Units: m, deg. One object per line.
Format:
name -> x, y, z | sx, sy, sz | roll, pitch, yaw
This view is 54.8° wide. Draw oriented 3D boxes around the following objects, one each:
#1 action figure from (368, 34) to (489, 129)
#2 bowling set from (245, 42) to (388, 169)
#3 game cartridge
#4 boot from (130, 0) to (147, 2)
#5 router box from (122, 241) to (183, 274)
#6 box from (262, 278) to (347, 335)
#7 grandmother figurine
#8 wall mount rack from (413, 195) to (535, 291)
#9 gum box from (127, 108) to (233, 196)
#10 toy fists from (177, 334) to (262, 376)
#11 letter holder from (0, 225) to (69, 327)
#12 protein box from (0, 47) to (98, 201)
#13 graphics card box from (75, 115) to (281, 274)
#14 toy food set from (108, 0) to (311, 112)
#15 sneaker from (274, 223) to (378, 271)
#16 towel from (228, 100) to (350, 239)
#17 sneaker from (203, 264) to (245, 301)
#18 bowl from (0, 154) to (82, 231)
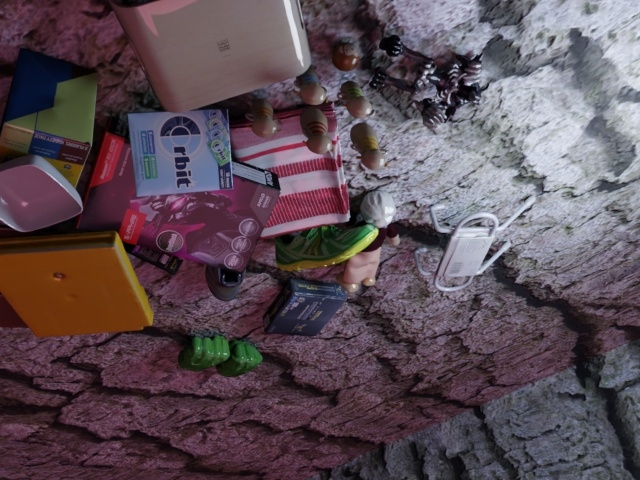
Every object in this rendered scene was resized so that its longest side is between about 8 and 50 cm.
action figure -> 0.238, -0.305, 1.221 | 0.276, 0.140, 0.164 | 10, 127, -25
bowling set -> 0.012, -0.265, 1.167 | 0.287, 0.154, 0.199 | 8, 124, -15
game cartridge -> -0.543, 0.105, 1.357 | 0.286, 0.052, 0.323 | -4, 142, -1
boot -> -0.279, -0.496, 0.801 | 0.260, 0.131, 0.348 | -33, 140, 18
router box -> -0.424, 0.015, 1.440 | 0.179, 0.046, 0.133 | 18, 167, 41
box -> -0.051, 0.210, 1.890 | 0.184, 0.059, 0.232 | 8, 140, -27
grandmother figurine -> 0.120, 0.003, 1.640 | 0.208, 0.104, 0.342 | -26, 149, -30
wall mount rack -> 0.429, -0.003, 1.699 | 0.304, 0.130, 0.350 | -2, 143, -8
gum box -> -0.266, -0.169, 1.181 | 0.185, 0.041, 0.156 | -6, 104, -17
toy fists -> -0.316, 0.372, 2.003 | 0.279, 0.096, 0.142 | 23, 141, -40
letter holder -> -0.747, 0.085, 1.446 | 0.302, 0.152, 0.214 | 4, 139, -21
protein box -> -0.499, -0.188, 1.107 | 0.136, 0.199, 0.201 | 13, 137, -29
graphics card box -> -0.296, -0.085, 1.298 | 0.371, 0.094, 0.232 | 18, 116, -22
toy food set -> -0.177, -0.365, 1.076 | 0.306, 0.092, 0.219 | -19, 142, -3
sneaker -> 0.000, 0.000, 1.533 | 0.296, 0.123, 0.109 | -13, -172, 30
towel -> -0.064, -0.143, 1.383 | 0.237, 0.037, 0.328 | -11, 133, 0
sneaker -> -0.247, 0.081, 1.607 | 0.111, 0.121, 0.299 | -4, 143, -11
bowl -> -0.489, -0.085, 1.033 | 0.142, 0.053, 0.142 | -18, 144, 10
